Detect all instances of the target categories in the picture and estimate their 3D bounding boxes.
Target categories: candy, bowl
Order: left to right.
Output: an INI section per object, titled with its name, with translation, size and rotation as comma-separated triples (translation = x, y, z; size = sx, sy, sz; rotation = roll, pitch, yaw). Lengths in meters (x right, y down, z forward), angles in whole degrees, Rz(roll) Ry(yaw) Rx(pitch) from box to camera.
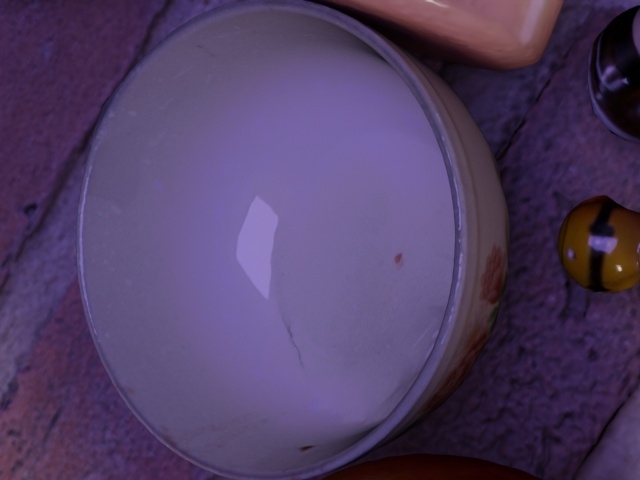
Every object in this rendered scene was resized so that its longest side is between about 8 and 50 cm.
[bowl]
translation = 0.000, 0.000, 0.934
size = 0.277, 0.145, 0.277
rotation = -1, 88, 37
[candy]
translation = 0.020, -0.177, 0.901
size = 0.255, 0.255, 0.094
rotation = 21, 93, 17

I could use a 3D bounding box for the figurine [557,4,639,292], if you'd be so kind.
[figurine]
translation = 0.284, -0.009, 0.841
size = 0.320, 0.196, 0.323
rotation = -13, 72, 16

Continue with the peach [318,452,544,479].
[peach]
translation = 0.074, 0.301, 0.803
size = 0.388, 0.388, 0.388
rotation = -1, 86, 16
